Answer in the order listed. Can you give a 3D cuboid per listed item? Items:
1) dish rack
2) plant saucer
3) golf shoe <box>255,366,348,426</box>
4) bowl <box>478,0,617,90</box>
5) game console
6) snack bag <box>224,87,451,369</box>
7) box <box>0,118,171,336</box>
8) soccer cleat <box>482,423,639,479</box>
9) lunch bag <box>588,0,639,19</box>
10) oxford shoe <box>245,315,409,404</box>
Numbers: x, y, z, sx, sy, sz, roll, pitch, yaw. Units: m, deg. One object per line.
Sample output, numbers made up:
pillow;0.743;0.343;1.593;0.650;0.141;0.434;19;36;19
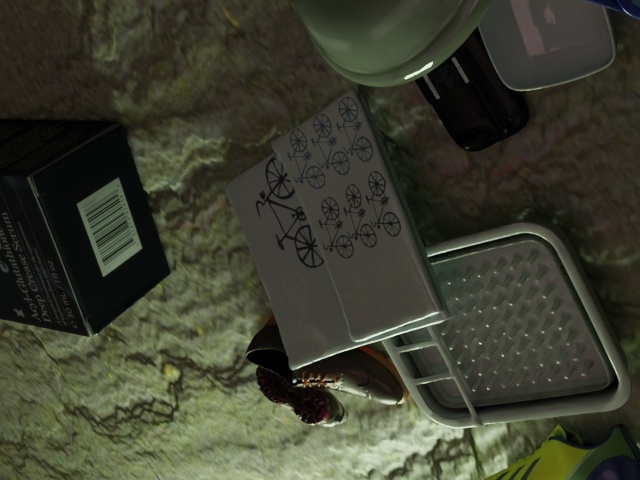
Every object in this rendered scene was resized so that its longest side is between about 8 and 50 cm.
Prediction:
dish rack;0.233;0.110;1.253;0.333;0.072;0.285;-17;107;42
plant saucer;0.044;-0.355;0.912;0.400;0.100;0.400;0;90;59
golf shoe;-0.034;0.255;1.546;0.186;0.086;0.067;33;94;40
bowl;0.247;-0.243;1.014;0.142;0.053;0.142;-10;112;37
game console;0.111;-0.265;1.111;0.213;0.044;0.361;-24;103;45
snack bag;0.000;0.000;1.305;0.342;0.037;0.323;-25;84;47
box;-0.501;-0.034;1.593;0.395;0.212;0.293;5;122;34
soccer cleat;0.336;0.326;1.332;0.289;0.093;0.121;-26;71;48
lunch bag;0.320;-0.318;0.854;0.293;0.138;0.221;20;117;0
oxford shoe;0.008;0.208;1.464;0.271;0.098;0.097;17;128;26
